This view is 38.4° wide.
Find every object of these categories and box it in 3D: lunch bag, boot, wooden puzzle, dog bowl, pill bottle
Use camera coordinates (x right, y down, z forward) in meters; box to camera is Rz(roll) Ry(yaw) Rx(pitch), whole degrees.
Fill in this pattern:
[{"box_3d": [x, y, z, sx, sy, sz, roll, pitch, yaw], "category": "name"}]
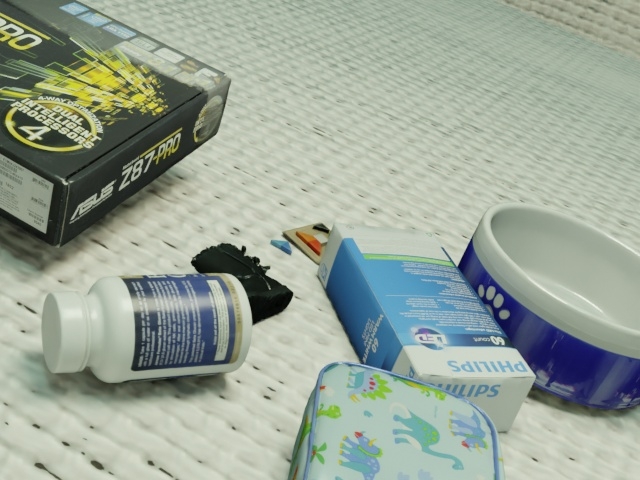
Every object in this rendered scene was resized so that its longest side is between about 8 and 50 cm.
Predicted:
[{"box_3d": [0.062, 0.202, 0.734, 0.176, 0.090, 0.219, 16, 29, -3], "category": "lunch bag"}, {"box_3d": [-0.095, 0.044, 0.962, 0.099, 0.045, 0.121, 36, 26, 24], "category": "boot"}, {"box_3d": [0.000, 0.000, 1.125, 0.078, 0.014, 0.116, 34, 33, 25], "category": "wooden puzzle"}, {"box_3d": [0.286, 0.069, 1.059, 0.265, 0.104, 0.265, 18, 27, -10], "category": "dog bowl"}, {"box_3d": [-0.155, 0.077, 0.818, 0.169, 0.094, 0.094, 0, 34, -31], "category": "pill bottle"}]

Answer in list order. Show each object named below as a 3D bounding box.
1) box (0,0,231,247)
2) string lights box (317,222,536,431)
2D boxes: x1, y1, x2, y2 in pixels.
[{"box_3d": [-0.348, -0.179, 1.032, 0.395, 0.097, 0.318, 28, 35, 12], "category": "box"}, {"box_3d": [0.102, 0.084, 0.974, 0.133, 0.076, 0.259, 5, 32, -23], "category": "string lights box"}]
